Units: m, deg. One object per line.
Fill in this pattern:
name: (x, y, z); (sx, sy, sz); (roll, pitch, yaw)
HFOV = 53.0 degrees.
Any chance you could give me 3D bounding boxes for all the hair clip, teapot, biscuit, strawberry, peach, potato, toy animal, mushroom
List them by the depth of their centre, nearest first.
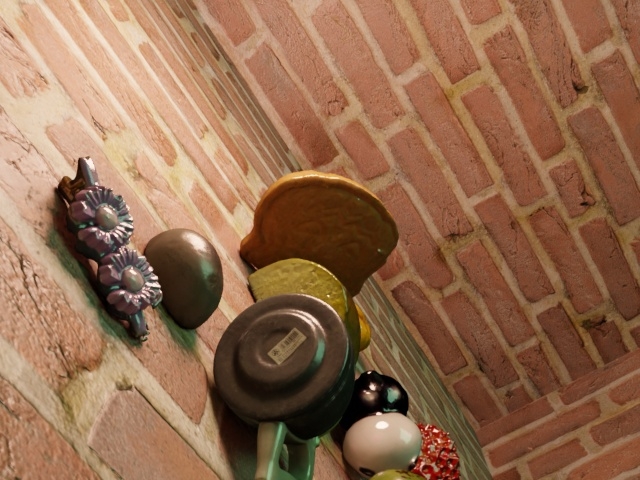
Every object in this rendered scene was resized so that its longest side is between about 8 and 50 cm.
hair clip: (-0.314, 0.013, 0.952); (0.106, 0.084, 0.292); (-19, 83, -61)
teapot: (-0.029, 0.277, 1.118); (0.239, 0.239, 0.322); (68, -4, -47)
mushroom: (-0.230, 0.057, 1.137); (0.141, 0.117, 0.188); (12, 51, -60)
toy animal: (0.137, 0.448, 1.504); (0.165, 0.187, 0.235); (80, -4, -47)
potato: (0.017, 0.208, 1.567); (0.331, 0.212, 0.280); (65, 12, 21)
biscuit: (0.000, 0.001, 1.616); (0.385, 0.365, 0.062); (23, 29, -25)
strawberry: (0.247, 0.620, 1.730); (0.177, 0.234, 0.234); (3, 52, -44)
peach: (0.096, 0.275, 2.057); (0.179, 0.103, 0.179); (61, 10, -19)

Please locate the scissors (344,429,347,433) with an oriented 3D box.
scissors: (0.055, 0.432, 1.645); (0.109, 0.022, 0.300); (45, 18, -43)

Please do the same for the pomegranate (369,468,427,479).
pomegranate: (0.155, 0.590, 1.298); (0.248, 0.214, 0.214); (105, -30, -48)
